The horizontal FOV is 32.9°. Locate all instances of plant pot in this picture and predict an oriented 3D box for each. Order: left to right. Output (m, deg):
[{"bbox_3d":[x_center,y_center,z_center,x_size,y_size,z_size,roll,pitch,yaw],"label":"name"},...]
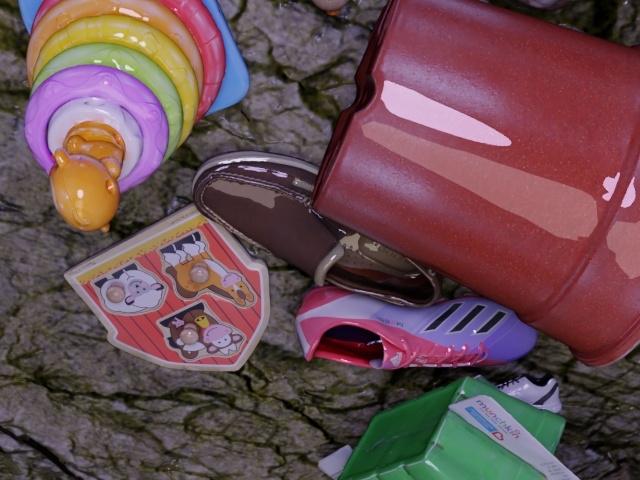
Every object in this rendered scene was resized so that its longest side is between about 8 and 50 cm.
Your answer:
[{"bbox_3d":[0.148,-0.071,0.882,0.265,0.272,0.272,22,122,-5],"label":"plant pot"}]

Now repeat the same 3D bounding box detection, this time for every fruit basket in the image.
[{"bbox_3d":[0.207,0.294,1.128,0.353,0.165,0.327,34,147,-12],"label":"fruit basket"}]

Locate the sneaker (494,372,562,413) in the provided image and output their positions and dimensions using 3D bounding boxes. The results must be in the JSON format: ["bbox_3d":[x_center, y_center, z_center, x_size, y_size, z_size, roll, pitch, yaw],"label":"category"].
[{"bbox_3d":[0.203,0.163,1.164,0.109,0.040,0.043,-4,108,-2],"label":"sneaker"}]

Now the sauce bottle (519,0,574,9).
[{"bbox_3d":[0.258,-0.258,0.726,0.111,0.111,0.344,37,154,-22],"label":"sauce bottle"}]

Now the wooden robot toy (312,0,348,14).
[{"bbox_3d":[0.015,-0.224,0.873,0.173,0.076,0.079,-5,127,4],"label":"wooden robot toy"}]

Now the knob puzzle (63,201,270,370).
[{"bbox_3d":[-0.136,0.070,1.100,0.213,0.030,0.213,0,124,0],"label":"knob puzzle"}]

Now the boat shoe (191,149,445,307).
[{"bbox_3d":[0.003,-0.006,1.008,0.257,0.095,0.095,18,122,-12],"label":"boat shoe"}]

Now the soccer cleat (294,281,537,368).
[{"bbox_3d":[0.097,0.100,1.081,0.248,0.095,0.083,9,124,-6],"label":"soccer cleat"}]

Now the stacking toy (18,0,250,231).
[{"bbox_3d":[-0.160,-0.097,0.822,0.166,0.302,0.175,-18,123,11],"label":"stacking toy"}]
